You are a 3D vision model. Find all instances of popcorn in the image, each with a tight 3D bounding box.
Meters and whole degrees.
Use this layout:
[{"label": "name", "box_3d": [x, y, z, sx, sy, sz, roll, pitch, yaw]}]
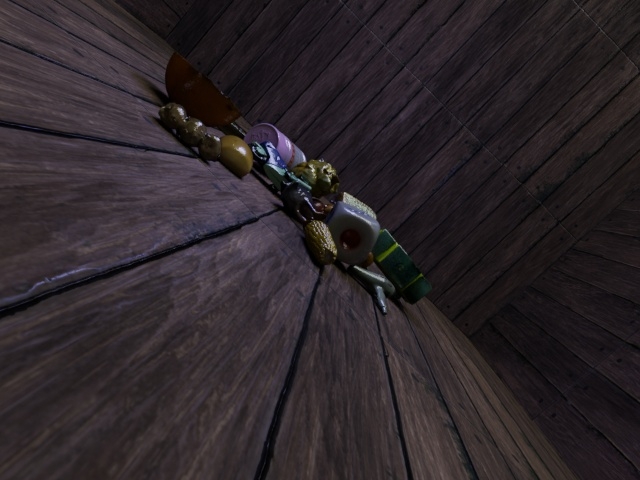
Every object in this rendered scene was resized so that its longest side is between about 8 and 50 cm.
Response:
[{"label": "popcorn", "box_3d": [-0.023, -0.299, 1.929, 0.233, 0.192, 0.266, 4, 7, -42]}]

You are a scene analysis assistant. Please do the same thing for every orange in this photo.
[{"label": "orange", "box_3d": [-0.422, -0.541, 1.477, 0.310, 0.274, 0.274, 11, -2, 18]}]

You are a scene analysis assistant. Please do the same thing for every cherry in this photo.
[{"label": "cherry", "box_3d": [-0.013, -0.167, 1.990, 0.107, 0.090, 0.225, 2, 12, 34]}]

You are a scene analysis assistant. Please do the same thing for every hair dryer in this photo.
[{"label": "hair dryer", "box_3d": [0.188, 0.176, 1.579, 0.219, 0.088, 0.225, 38, 23, 4]}]

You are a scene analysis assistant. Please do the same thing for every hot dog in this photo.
[{"label": "hot dog", "box_3d": [0.109, -0.014, 1.845, 0.349, 0.117, 0.158, 54, -2, -10]}]

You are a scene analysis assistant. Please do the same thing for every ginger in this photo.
[{"label": "ginger", "box_3d": [-0.373, -0.316, 1.185, 0.204, 0.080, 0.104, 41, 4, -13]}]

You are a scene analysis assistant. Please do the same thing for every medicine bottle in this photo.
[{"label": "medicine bottle", "box_3d": [-0.217, -0.417, 1.989, 0.202, 0.202, 0.316, 48, 9, 21]}]

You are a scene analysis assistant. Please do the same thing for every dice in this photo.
[{"label": "dice", "box_3d": [0.107, -0.028, 1.572, 0.193, 0.194, 0.192, 25, 12, -7]}]

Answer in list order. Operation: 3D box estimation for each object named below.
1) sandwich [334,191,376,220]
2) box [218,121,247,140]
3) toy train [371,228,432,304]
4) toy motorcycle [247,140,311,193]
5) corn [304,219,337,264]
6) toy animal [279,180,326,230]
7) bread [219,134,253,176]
[{"label": "sandwich", "box_3d": [0.169, -0.088, 2.088, 0.254, 0.099, 0.288, 37, 45, -23]}, {"label": "box", "box_3d": [-0.414, -0.534, 2.059, 0.240, 0.071, 0.159, 40, 12, -29]}, {"label": "toy train", "box_3d": [0.361, 0.126, 2.000, 0.442, 0.179, 0.272, 51, -4, 0]}, {"label": "toy motorcycle", "box_3d": [-0.187, -0.305, 1.747, 0.331, 0.125, 0.196, 44, 24, -24]}, {"label": "corn", "box_3d": [0.000, 0.005, 1.370, 0.260, 0.091, 0.091, -114, -162, -67]}, {"label": "toy animal", "box_3d": [-0.077, -0.136, 1.593, 0.298, 0.122, 0.185, 46, 9, -47]}, {"label": "bread", "box_3d": [-0.303, -0.314, 1.456, 0.147, 0.098, 0.217, 36, 10, -27]}]
